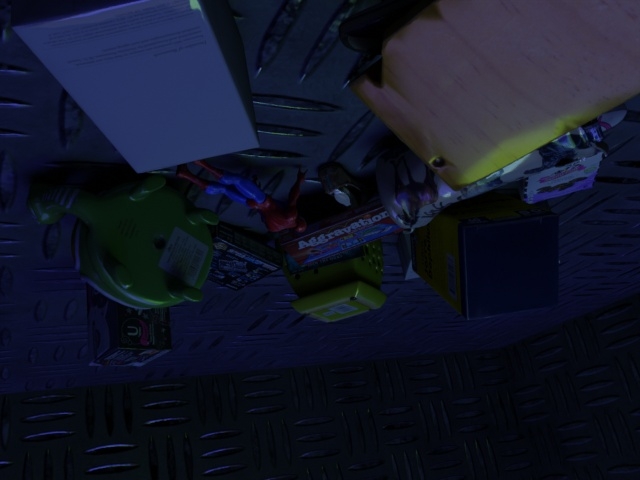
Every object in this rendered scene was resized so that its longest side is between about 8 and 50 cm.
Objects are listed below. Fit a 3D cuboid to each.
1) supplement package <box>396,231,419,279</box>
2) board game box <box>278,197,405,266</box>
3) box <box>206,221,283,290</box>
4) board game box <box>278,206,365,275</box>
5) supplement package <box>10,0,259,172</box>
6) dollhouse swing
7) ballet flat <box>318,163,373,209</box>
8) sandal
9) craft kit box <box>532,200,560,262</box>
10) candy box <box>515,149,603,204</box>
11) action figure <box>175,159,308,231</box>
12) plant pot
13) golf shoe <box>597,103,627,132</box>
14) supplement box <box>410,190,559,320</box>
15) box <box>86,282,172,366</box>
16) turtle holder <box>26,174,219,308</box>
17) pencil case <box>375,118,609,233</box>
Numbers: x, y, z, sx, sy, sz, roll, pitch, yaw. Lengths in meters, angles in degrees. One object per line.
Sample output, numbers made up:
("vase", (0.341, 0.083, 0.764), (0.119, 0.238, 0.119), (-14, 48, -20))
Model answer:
("supplement package", (0.277, 0.027, 1.679), (0.105, 0.105, 0.179), (-10, 158, -2))
("board game box", (0.061, -0.021, 1.355), (0.281, 0.027, 0.145), (-20, 152, 11))
("box", (-0.228, 0.044, 1.493), (0.175, 0.051, 0.220), (-28, 142, 33))
("board game box", (0.000, 0.000, 1.452), (0.186, 0.126, 0.026), (-16, 180, 11))
("supplement package", (-0.193, -0.232, 0.705), (0.176, 0.177, 0.293), (-12, 158, 2))
("dollhouse swing", (0.264, -0.289, 0.791), (0.347, 0.304, 0.315), (-30, 126, 34))
("ballet flat", (0.058, -0.098, 1.310), (0.073, 0.067, 0.206), (-23, 156, 25))
("sandal", (0.154, -0.333, 0.759), (0.303, 0.086, 0.120), (-32, 167, 11))
("craft kit box", (0.478, 0.009, 1.578), (0.250, 0.246, 0.061), (-22, 113, 28))
("candy box", (0.531, -0.163, 1.371), (0.165, 0.070, 0.196), (-15, 159, 12))
("action figure", (-0.128, -0.115, 1.177), (0.280, 0.139, 0.091), (34, 139, -31))
("plant pot", (0.039, 0.087, 1.578), (0.227, 0.207, 0.228), (-19, 156, 21))
("golf shoe", (0.501, -0.243, 1.161), (0.186, 0.067, 0.086), (-8, 157, -6))
("supplement box", (0.335, 0.011, 1.321), (0.194, 0.195, 0.356), (-8, -166, -8))
("box", (-0.468, 0.165, 1.470), (0.142, 0.247, 0.163), (13, 148, -43))
("turtle holder", (-0.375, 0.012, 1.154), (0.320, 0.243, 0.228), (-2, 176, -45))
("pencil case", (0.298, -0.156, 1.123), (0.410, 0.183, 0.160), (-25, -175, 30))
